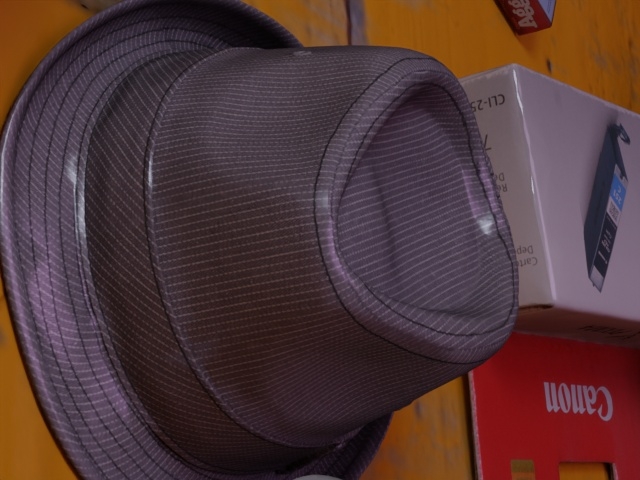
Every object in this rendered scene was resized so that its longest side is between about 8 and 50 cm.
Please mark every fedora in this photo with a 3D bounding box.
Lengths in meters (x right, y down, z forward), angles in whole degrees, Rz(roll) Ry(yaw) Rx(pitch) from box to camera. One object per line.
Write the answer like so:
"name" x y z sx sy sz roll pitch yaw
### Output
"fedora" 0.000 0.000 0.824 0.275 0.124 0.243 -7 84 -60

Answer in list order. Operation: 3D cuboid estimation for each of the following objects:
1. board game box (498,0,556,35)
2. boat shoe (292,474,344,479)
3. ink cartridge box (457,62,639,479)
"board game box" 0.126 -0.279 1.250 0.145 0.027 0.281 54 37 -37
"boat shoe" 0.016 0.160 0.828 0.079 0.081 0.227 59 15 27
"ink cartridge box" 0.170 0.049 1.158 0.296 0.066 0.261 10 69 -59
